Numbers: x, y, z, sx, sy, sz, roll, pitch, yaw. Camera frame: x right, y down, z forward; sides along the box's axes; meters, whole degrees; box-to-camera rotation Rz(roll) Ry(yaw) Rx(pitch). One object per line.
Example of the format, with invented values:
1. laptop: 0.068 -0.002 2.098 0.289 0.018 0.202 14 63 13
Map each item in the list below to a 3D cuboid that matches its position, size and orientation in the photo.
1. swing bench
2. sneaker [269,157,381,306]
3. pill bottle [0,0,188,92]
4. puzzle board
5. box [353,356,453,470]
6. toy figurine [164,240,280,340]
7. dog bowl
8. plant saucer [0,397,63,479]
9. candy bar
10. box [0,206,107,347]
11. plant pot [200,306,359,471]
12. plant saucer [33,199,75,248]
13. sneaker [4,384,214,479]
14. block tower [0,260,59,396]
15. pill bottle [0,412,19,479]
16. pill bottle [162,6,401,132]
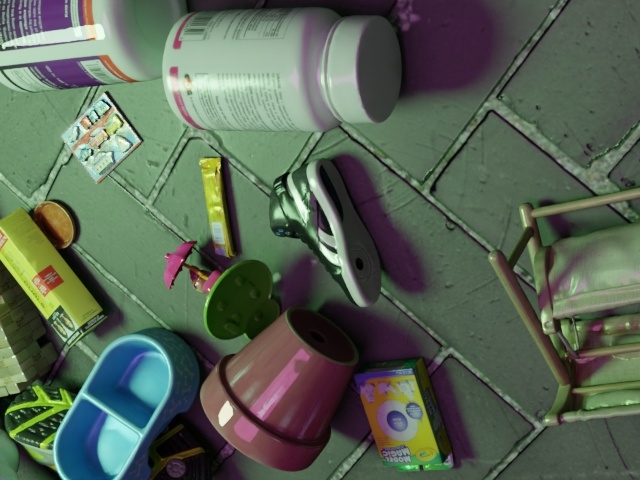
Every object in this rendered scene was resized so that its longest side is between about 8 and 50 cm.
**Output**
1. swing bench: 0.375 0.074 1.374 0.253 0.165 0.255 -11 110 32
2. sneaker: 0.000 0.000 1.608 0.121 0.079 0.217 -19 92 37
3. pill bottle: -0.359 -0.305 1.608 0.322 0.181 0.182 0 111 30
4. puzzle board: -0.343 -0.158 1.767 0.128 0.011 0.096 -36 91 36
5. box: 0.124 0.264 1.668 0.105 0.043 0.179 -11 107 33
6. toy figurine: -0.161 0.065 1.712 0.159 0.173 0.130 31 82 37
7. dog bowl: -0.317 0.276 1.813 0.166 0.074 0.297 30 89 18
8. plant saucer: -0.523 0.370 2.095 0.192 0.018 0.067 41 125 7
9. candy bar: -0.154 -0.047 1.703 0.040 0.018 0.162 5 113 32
10. box: -0.455 0.062 1.886 0.232 0.058 0.087 53 144 -1
11. plant pot: -0.045 0.204 1.658 0.201 0.201 0.180 39 109 9
12. plant saucer: -0.438 -0.027 1.875 0.083 0.013 0.084 11 116 24
13. sneaker: -0.348 0.358 1.942 0.384 0.145 0.147 18 148 20
14. block tower: -0.569 0.095 1.956 0.091 0.097 0.336 -15 105 33
15. pill bottle: -0.628 0.357 1.973 0.318 0.176 0.176 46 132 43
16. pill bottle: -0.049 -0.221 1.481 0.283 0.160 0.160 5 113 28
